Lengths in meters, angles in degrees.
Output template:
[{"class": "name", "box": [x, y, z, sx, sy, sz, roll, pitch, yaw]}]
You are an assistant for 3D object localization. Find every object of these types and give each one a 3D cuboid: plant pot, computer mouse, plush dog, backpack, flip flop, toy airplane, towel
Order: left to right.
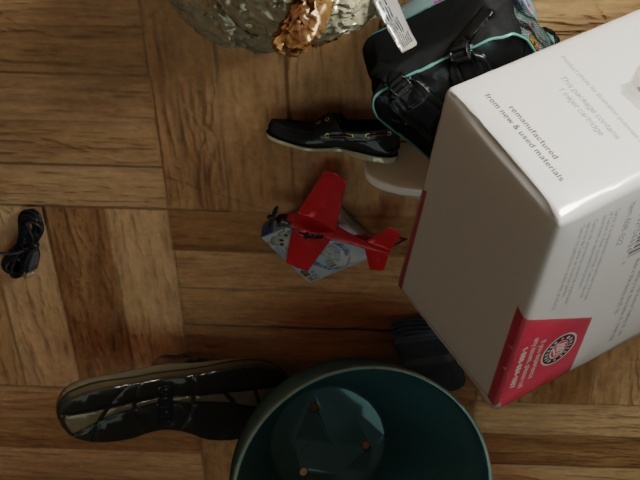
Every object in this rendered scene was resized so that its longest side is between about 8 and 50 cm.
[{"class": "computer mouse", "box": [-0.393, -0.003, 2.015, 0.193, 0.042, 0.106, 5, 146, -9]}, {"class": "flip flop", "box": [-0.168, 0.172, 2.166, 0.277, 0.080, 0.112, -4, 125, -17]}, {"class": "plush dog", "box": [-0.037, -0.225, 1.618, 0.262, 0.210, 0.225, 25, 160, -24]}, {"class": "toy airplane", "box": [0.017, -0.006, 1.949, 0.151, 0.028, 0.151, 1, 138, 1]}, {"class": "plant pot", "box": [0.028, 0.256, 2.138, 0.290, 0.195, 0.290, -2, 102, -11]}, {"class": "towel", "box": [0.122, 0.128, 2.134, 0.067, 0.029, 0.119, -6, 139, 13]}, {"class": "backpack", "box": [0.145, -0.144, 1.708, 0.166, 0.144, 0.188, -28, 131, 23]}]

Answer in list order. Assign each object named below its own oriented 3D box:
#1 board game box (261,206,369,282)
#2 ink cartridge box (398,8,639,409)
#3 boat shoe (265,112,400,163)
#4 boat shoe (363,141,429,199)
[{"class": "board game box", "box": [0.000, 0.000, 1.996, 0.090, 0.020, 0.090, -22, 134, 28]}, {"class": "ink cartridge box", "box": [0.283, -0.057, 1.648, 0.385, 0.160, 0.279, -24, 148, -24]}, {"class": "boat shoe", "box": [0.013, -0.107, 1.850, 0.133, 0.049, 0.042, 8, 113, 6]}, {"class": "boat shoe", "box": [0.134, -0.057, 1.889, 0.184, 0.066, 0.063, -2, 140, -7]}]
